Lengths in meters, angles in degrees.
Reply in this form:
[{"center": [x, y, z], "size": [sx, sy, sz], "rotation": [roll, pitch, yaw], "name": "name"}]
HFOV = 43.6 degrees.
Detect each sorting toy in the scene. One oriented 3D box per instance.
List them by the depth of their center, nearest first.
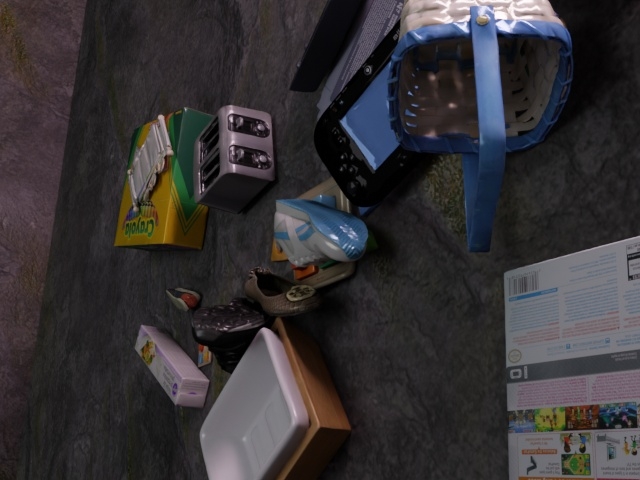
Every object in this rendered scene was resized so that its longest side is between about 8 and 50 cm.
[{"center": [-0.010, -0.013, 1.348], "size": [0.347, 0.047, 0.196], "rotation": [-27, 56, 53], "name": "sorting toy"}, {"center": [-0.245, 0.221, 1.687], "size": [0.062, 0.012, 0.083], "rotation": [-30, 54, 52], "name": "sorting toy"}]

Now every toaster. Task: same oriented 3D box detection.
[{"center": [-0.178, -0.159, 1.622], "size": [0.185, 0.110, 0.168], "rotation": [-38, 47, 47], "name": "toaster"}]

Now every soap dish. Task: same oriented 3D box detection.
[{"center": [-0.076, 0.302, 1.272], "size": [0.291, 0.118, 0.229], "rotation": [-60, 34, 28], "name": "soap dish"}]

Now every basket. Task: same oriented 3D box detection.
[{"center": [0.174, -0.158, 0.888], "size": [0.255, 0.201, 0.289], "rotation": [76, -163, -68], "name": "basket"}]

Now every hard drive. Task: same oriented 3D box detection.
[{"center": [0.026, -0.382, 1.355], "size": [0.172, 0.054, 0.255], "rotation": [-76, 12, -53], "name": "hard drive"}]

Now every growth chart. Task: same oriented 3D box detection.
[{"center": [-0.405, -0.176, 1.884], "size": [0.237, 0.021, 0.172], "rotation": [-50, 42, 38], "name": "growth chart"}]

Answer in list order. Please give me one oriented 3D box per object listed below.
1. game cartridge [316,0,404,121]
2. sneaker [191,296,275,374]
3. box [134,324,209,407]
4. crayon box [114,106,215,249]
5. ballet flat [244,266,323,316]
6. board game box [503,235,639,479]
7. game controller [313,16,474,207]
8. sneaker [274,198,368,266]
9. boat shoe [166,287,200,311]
[{"center": [0.095, -0.286, 1.270], "size": [0.294, 0.060, 0.196], "rotation": [-65, 29, 21], "name": "game cartridge"}, {"center": [-0.135, 0.173, 1.342], "size": [0.283, 0.107, 0.124], "rotation": [-4, -79, -76], "name": "sneaker"}, {"center": [-0.333, 0.271, 1.764], "size": [0.324, 0.067, 0.063], "rotation": [28, 104, 58], "name": "box"}, {"center": [-0.381, -0.134, 1.954], "size": [0.363, 0.106, 0.313], "rotation": [-3, 77, 59], "name": "crayon box"}, {"center": [-0.068, 0.081, 1.326], "size": [0.250, 0.084, 0.058], "rotation": [-168, 70, -66], "name": "ballet flat"}, {"center": [0.285, 0.161, 0.744], "size": [0.224, 0.097, 0.303], "rotation": [-22, 59, 56], "name": "board game box"}, {"center": [0.111, -0.194, 1.144], "size": [0.166, 0.067, 0.319], "rotation": [52, 126, 12], "name": "game controller"}, {"center": [0.000, 0.000, 1.229], "size": [0.228, 0.087, 0.092], "rotation": [30, 118, 59], "name": "sneaker"}, {"center": [-0.311, 0.127, 1.805], "size": [0.043, 0.049, 0.137], "rotation": [-39, 21, -19], "name": "boat shoe"}]
